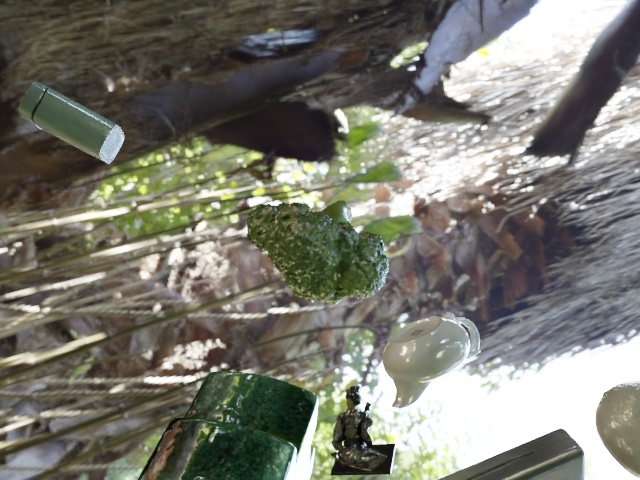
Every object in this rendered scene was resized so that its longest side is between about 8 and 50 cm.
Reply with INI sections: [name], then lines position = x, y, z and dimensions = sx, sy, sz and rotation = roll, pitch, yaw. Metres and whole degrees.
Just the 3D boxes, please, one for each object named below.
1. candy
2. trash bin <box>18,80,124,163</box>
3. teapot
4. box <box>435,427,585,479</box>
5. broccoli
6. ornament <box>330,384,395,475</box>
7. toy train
[candy]
position = 0.794, 0.451, 1.667
dimensions = 0.295, 0.295, 0.185
rotation = 45, -46, 46
[trash bin]
position = -0.369, -0.173, 1.055
dimensions = 0.059, 0.130, 0.116
rotation = -62, -174, -5
[teapot]
position = 0.252, 0.256, 1.603
dimensions = 0.204, 0.298, 0.139
rotation = -15, -78, 63
[box]
position = 0.238, 0.340, 0.951
dimensions = 0.055, 0.243, 0.103
rotation = -124, -163, -55
[broccoli]
position = -0.022, 0.018, 1.365
dimensions = 0.302, 0.254, 0.186
rotation = -145, -115, -69
[ornament]
position = 0.092, 0.470, 1.786
dimensions = 0.153, 0.166, 0.196
rotation = -40, 123, -76
[toy train]
position = -0.110, 0.329, 0.674
dimensions = 0.442, 0.179, 0.272
rotation = -66, 163, -55
